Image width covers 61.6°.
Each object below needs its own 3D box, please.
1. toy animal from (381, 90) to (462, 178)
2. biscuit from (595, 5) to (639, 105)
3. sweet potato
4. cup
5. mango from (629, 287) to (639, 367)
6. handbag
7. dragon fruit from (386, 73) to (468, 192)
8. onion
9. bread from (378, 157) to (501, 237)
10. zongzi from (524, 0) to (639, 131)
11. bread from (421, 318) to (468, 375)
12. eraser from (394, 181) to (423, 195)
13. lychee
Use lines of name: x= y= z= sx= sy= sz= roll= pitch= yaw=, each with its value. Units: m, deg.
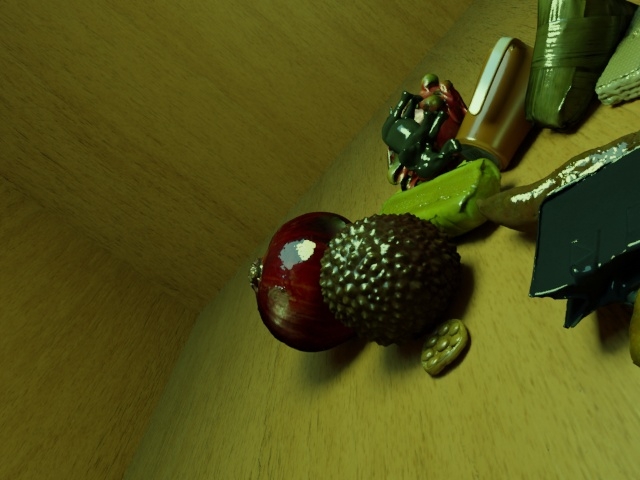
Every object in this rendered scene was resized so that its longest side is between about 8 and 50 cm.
toy animal: x=0.233 y=-0.238 z=1.235 sx=0.146 sy=0.114 sz=0.245 roll=-63 pitch=31 yaw=24
biscuit: x=0.592 y=-0.355 z=0.976 sx=0.239 sy=0.061 sz=0.108 roll=-56 pitch=14 yaw=-15
sweet potato: x=0.397 y=-0.077 z=0.852 sx=0.354 sy=0.095 sz=0.106 roll=-25 pitch=50 yaw=46
cup: x=0.402 y=-0.306 z=1.190 sx=0.182 sy=0.226 sz=0.264 roll=23 pitch=81 yaw=40
mango: x=0.415 y=0.033 z=0.408 sx=0.359 sy=0.144 sz=0.187 roll=-46 pitch=30 yaw=36
handbag: x=0.415 y=-0.025 z=0.630 sx=0.325 sy=0.118 sz=0.269 roll=-40 pitch=12 yaw=45
dragon fruit: x=0.285 y=-0.258 z=1.392 sx=0.243 sy=0.227 sz=0.308 roll=-26 pitch=53 yaw=42
onion: x=-0.001 y=0.090 z=1.288 sx=0.341 sy=0.341 sz=0.341 roll=-48 pitch=14 yaw=17
bread: x=0.259 y=-0.061 z=1.222 sx=0.383 sy=0.112 sz=0.166 roll=-23 pitch=34 yaw=60
zongzi: x=0.555 y=-0.370 z=1.099 sx=0.138 sy=0.299 sz=0.286 roll=25 pitch=118 yaw=52
bread: x=0.215 y=0.185 z=0.938 sx=0.110 sy=0.024 sz=0.110 roll=-48 pitch=13 yaw=15
eraser: x=0.246 y=-0.109 z=1.523 sx=0.097 sy=0.045 sz=0.122 roll=-39 pitch=20 yaw=42
lychee: x=0.130 y=0.064 z=1.047 sx=0.267 sy=0.267 sz=0.267 roll=-48 pitch=14 yaw=17
